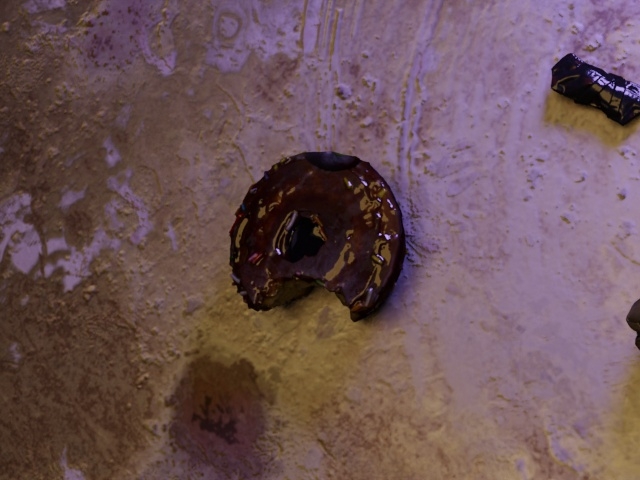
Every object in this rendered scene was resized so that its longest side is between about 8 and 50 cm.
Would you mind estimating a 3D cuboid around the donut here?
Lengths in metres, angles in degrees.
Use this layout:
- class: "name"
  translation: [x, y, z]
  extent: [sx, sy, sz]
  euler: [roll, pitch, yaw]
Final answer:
- class: "donut"
  translation: [0.001, 0.000, 1.579]
  extent: [0.230, 0.096, 0.216]
  euler: [-10, 73, 21]

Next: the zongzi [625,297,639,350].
- class: "zongzi"
  translation: [0.482, 0.125, 1.351]
  extent: [0.228, 0.115, 0.256]
  euler: [-32, 79, 18]

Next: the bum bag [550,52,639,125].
- class: "bum bag"
  translation: [0.331, -0.181, 1.508]
  extent: [0.124, 0.034, 0.058]
  euler: [28, 77, 25]
